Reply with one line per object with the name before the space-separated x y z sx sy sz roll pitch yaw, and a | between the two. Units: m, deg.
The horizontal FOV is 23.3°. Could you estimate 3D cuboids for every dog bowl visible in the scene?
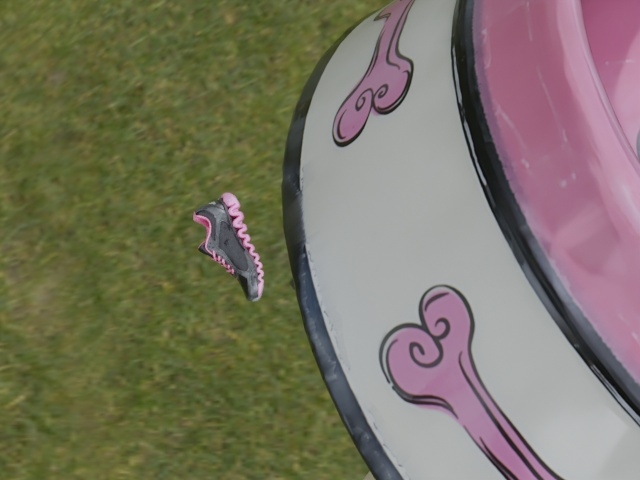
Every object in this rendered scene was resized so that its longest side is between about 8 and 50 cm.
dog bowl | 0.193 0.007 0.675 0.408 0.150 0.408 20 46 -23

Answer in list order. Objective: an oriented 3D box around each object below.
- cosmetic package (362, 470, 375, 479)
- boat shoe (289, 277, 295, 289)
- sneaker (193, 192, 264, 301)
cosmetic package | 0.183 0.254 1.653 0.113 0.309 0.160 52 48 -9
boat shoe | 0.000 -0.001 1.500 0.042 0.133 0.049 29 36 -3
sneaker | -0.098 0.012 1.618 0.057 0.047 0.119 -18 79 -20
